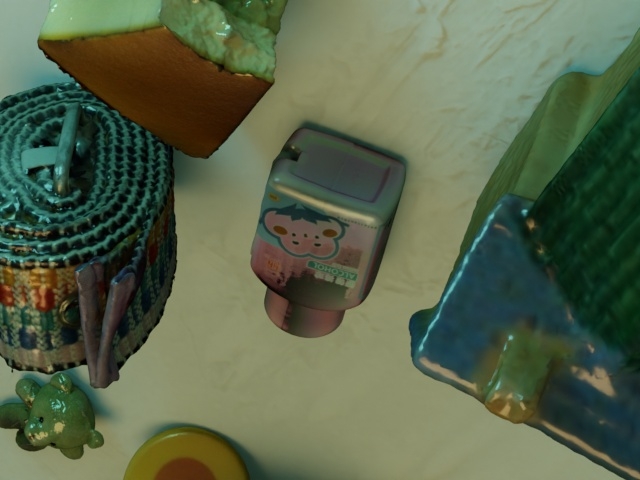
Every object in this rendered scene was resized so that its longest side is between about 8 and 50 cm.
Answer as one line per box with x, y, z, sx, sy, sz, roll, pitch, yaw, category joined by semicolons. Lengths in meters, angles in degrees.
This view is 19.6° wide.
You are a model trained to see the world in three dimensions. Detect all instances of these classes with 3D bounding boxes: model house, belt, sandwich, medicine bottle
0.292;0.016;1.428;0.334;0.342;0.382;29;134;0;model house
-0.233;-0.024;1.664;0.207;0.295;0.160;3;129;4;belt
-0.097;-0.160;1.560;0.186;0.108;0.220;-2;154;37;sandwich
0.000;0.000;1.715;0.119;0.094;0.188;20;134;5;medicine bottle

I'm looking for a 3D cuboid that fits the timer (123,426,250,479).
-0.074;0.419;1.985;0.376;0.376;0.387;17;91;9;timer

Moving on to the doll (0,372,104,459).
-0.309;0.207;2.060;0.150;0.077;0.115;-20;109;49;doll
